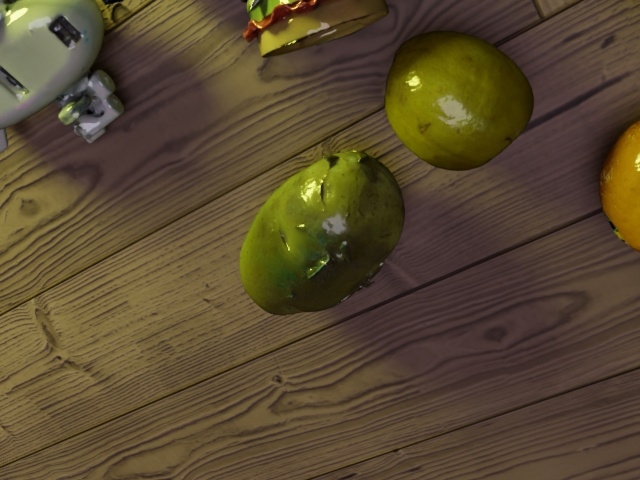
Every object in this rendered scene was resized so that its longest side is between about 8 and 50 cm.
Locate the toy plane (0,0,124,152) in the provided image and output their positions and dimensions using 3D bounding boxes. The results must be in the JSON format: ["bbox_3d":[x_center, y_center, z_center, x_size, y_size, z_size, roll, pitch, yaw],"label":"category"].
[{"bbox_3d":[-0.367,-0.211,0.804,0.267,0.122,0.267,-2,133,-2],"label":"toy plane"}]

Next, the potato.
[{"bbox_3d":[0.000,0.000,0.838,0.169,0.143,0.248,46,116,-2],"label":"potato"}]

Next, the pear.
[{"bbox_3d":[0.146,-0.153,0.735,0.162,0.149,0.149,31,117,0],"label":"pear"}]

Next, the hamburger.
[{"bbox_3d":[-0.017,-0.277,0.698,0.175,0.175,0.137,-17,99,17],"label":"hamburger"}]

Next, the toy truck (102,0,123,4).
[{"bbox_3d":[-0.246,-0.386,0.673,0.124,0.155,0.268,-33,103,22],"label":"toy truck"}]

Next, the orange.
[{"bbox_3d":[0.404,-0.060,0.741,0.177,0.155,0.177,5,107,16],"label":"orange"}]
